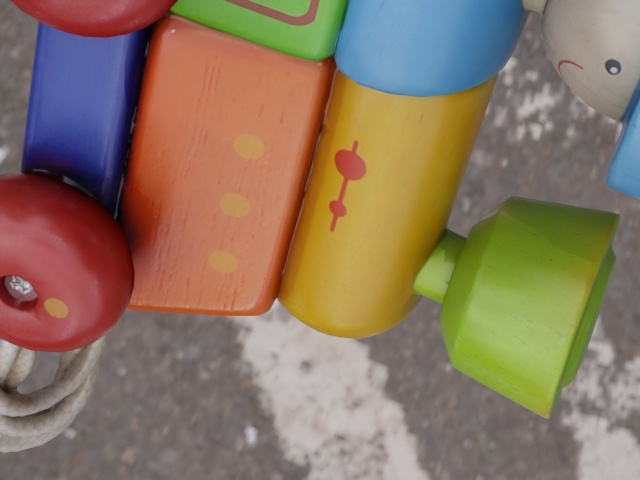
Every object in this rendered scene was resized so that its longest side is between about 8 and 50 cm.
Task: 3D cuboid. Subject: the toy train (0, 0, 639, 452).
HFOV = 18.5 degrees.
[{"bbox_3d":[0.000,0.000,0.437,0.143,0.105,0.248,21,134,6],"label":"toy train"}]
